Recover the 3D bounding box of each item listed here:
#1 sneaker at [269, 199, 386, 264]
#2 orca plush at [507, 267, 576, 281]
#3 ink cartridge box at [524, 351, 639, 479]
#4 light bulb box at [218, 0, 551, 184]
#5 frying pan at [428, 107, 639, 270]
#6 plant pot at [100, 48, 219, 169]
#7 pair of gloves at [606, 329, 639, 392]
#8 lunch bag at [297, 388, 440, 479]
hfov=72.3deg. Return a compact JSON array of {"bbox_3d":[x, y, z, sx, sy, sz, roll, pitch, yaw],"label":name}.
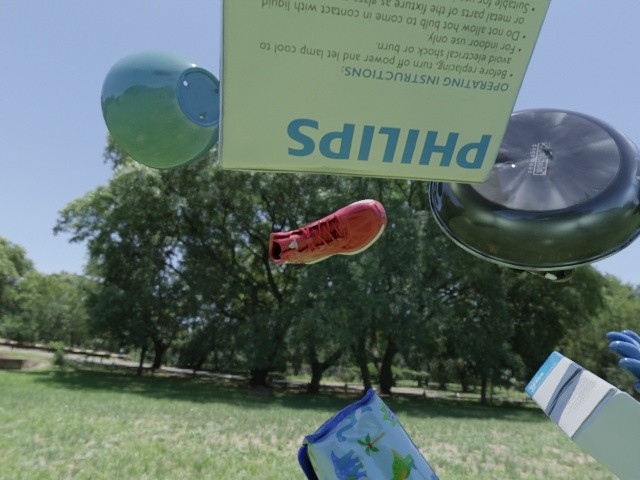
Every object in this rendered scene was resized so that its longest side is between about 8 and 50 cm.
[{"bbox_3d":[0.000,0.000,0.750,0.221,0.087,0.128,-30,-11,37],"label":"sneaker"},{"bbox_3d":[0.465,-0.025,0.973,0.151,0.287,0.102,-29,-7,2],"label":"orca plush"},{"bbox_3d":[0.586,0.373,0.892,0.223,0.129,0.307,38,5,10],"label":"ink cartridge box"},{"bbox_3d":[0.034,-0.289,0.389,0.225,0.358,0.361,3,-57,-9],"label":"light bulb box"},{"bbox_3d":[0.245,-0.033,0.373,0.326,0.197,0.053,32,-21,38],"label":"frying pan"},{"bbox_3d":[-0.336,-0.324,1.048,0.195,0.291,0.290,1,-13,42],"label":"plant pot"},{"bbox_3d":[0.342,0.175,0.409,0.159,0.198,0.023,36,-54,-18],"label":"pair of gloves"},{"bbox_3d":[0.045,0.230,0.421,0.096,0.129,0.151,-30,-22,-16],"label":"lunch bag"}]
